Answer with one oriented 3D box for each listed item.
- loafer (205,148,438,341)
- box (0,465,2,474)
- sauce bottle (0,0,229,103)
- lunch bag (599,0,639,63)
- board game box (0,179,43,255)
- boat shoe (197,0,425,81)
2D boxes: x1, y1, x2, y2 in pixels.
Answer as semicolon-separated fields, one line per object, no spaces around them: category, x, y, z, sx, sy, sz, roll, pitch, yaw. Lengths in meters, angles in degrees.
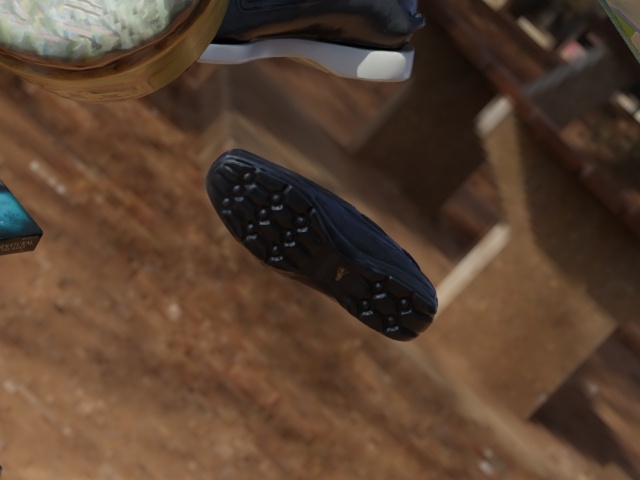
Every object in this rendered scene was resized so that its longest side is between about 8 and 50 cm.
loafer;0.000;0.000;1.566;0.223;0.076;0.078;36;19;-14
box;-0.350;0.227;1.361;0.203;0.168;0.167;17;8;-8
sauce bottle;-0.087;-0.108;0.766;0.111;0.111;0.344;43;-1;-1
lunch bag;0.269;-0.119;0.961;0.279;0.108;0.224;20;-18;47
board game box;-0.348;-0.031;1.685;0.186;0.026;0.126;-10;51;-50
boat shoe;-0.049;-0.149;1.095;0.114;0.091;0.302;21;15;33
